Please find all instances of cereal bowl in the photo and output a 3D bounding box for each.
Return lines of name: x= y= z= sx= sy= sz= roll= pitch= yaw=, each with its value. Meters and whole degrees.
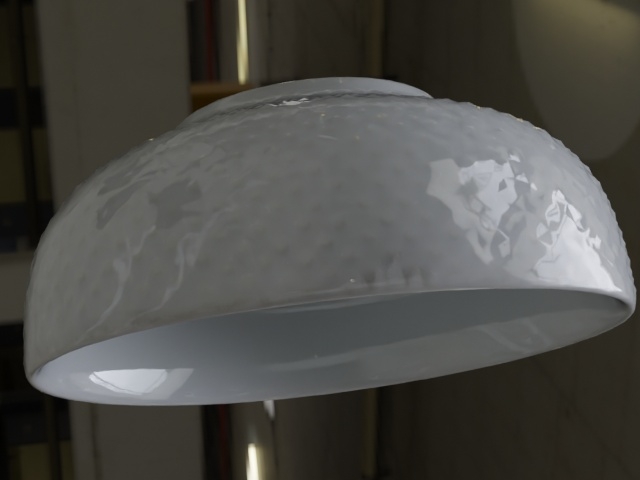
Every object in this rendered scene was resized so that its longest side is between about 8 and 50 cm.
cereal bowl: x=0.000 y=0.000 z=0.708 sx=0.339 sy=0.338 sz=0.141 roll=125 pitch=-41 yaw=-73
